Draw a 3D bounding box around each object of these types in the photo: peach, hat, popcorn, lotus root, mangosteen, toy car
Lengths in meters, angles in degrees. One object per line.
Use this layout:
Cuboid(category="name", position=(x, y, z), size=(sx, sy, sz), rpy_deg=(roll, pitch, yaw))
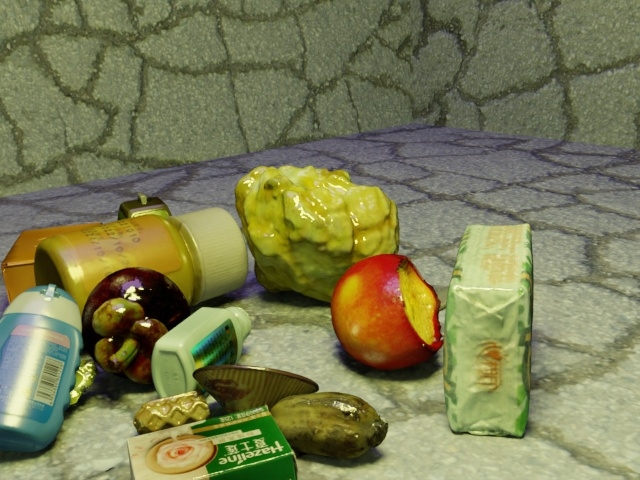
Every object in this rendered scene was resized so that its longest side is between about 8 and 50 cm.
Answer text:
Cuboid(category="peach", position=(0.123, 0.119, 1.295), size=(0.196, 0.190, 0.226), rpy_deg=(-3, 8, -28))
Cuboid(category="hat", position=(-0.100, 0.245, 1.136), size=(0.193, 0.082, 0.193), rpy_deg=(4, -23, 2))
Cuboid(category="popcorn", position=(-0.008, 0.002, 1.573), size=(0.334, 0.292, 0.293), rpy_deg=(16, 16, 32))
Cuboid(category="lotus root", position=(0.009, 0.254, 1.061), size=(0.179, 0.089, 0.080), rpy_deg=(0, -25, 27))
Cuboid(category="mangosteen", position=(-0.313, 0.149, 1.293), size=(0.194, 0.194, 0.230), rpy_deg=(-6, 15, -6))
Cuboid(category="toy car", position=(-0.424, -0.020, 1.879), size=(0.204, 0.198, 0.248), rpy_deg=(-12, 17, -21))

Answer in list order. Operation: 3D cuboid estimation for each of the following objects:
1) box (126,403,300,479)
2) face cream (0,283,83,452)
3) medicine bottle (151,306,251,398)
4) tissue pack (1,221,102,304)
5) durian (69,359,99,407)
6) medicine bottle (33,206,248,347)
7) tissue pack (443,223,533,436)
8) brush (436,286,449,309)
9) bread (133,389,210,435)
Cuboid(category="box", position=(-0.140, 0.293, 0.978), size=(0.199, 0.081, 0.135), rpy_deg=(-12, 18, -17))
Cuboid(category="face cream", position=(-0.444, 0.183, 1.170), size=(0.149, 0.083, 0.264), rpy_deg=(16, 51, -16))
Cuboid(category="medicine bottle", position=(-0.191, 0.180, 1.285), size=(0.083, 0.121, 0.229), rpy_deg=(2, 17, 22))
Cuboid(category="tissue pack", position=(-0.586, 0.066, 1.736), size=(0.194, 0.145, 0.274), rpy_deg=(-9, 18, -9))
Cuboid(category="durian", position=(-0.552, 0.221, 1.202), size=(0.394, 0.163, 0.198), rpy_deg=(-2, 18, -15))
Cuboid(category="medicine bottle", position=(-0.354, 0.061, 1.547), size=(0.384, 0.224, 0.224), rpy_deg=(-16, 20, -33))
Cuboid(category="tissue pack", position=(0.264, 0.124, 1.179), size=(0.128, 0.228, 0.311), rpy_deg=(1, 18, 14))
Cuboid(category="brush", position=(0.233, 0.110, 1.551), size=(0.321, 0.050, 0.060), rpy_deg=(-18, 18, -41))
Cuboid(category="bread", position=(-0.222, 0.261, 1.137), size=(0.110, 0.060, 0.066), rpy_deg=(-12, 5, -14))
